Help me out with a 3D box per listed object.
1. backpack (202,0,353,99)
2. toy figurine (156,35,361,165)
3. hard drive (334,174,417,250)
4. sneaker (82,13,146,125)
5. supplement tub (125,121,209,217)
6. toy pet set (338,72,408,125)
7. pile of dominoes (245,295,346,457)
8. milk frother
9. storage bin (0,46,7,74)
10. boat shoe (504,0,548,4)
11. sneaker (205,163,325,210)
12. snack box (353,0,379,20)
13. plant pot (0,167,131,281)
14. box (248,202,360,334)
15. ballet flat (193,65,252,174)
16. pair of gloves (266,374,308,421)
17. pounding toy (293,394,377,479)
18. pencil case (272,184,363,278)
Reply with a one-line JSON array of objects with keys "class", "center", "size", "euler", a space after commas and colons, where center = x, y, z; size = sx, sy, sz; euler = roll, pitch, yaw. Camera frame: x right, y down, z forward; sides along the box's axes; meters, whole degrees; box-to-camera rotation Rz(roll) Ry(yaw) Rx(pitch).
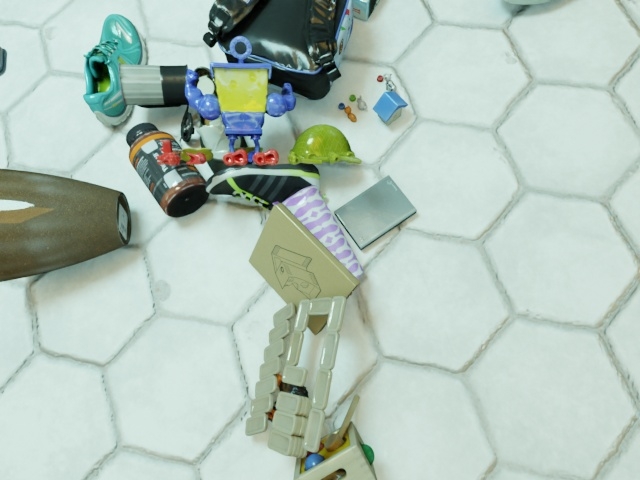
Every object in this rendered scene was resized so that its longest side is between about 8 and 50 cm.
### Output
[{"class": "backpack", "center": [-0.050, -0.438, 0.866], "size": [0.276, 0.213, 0.264], "euler": [21, 86, 4]}, {"class": "toy figurine", "center": [-0.108, -0.244, 0.742], "size": [0.362, 0.191, 0.217], "euler": [-3, 103, -7]}, {"class": "hard drive", "center": [0.108, -0.056, 0.840], "size": [0.135, 0.022, 0.094], "euler": [-34, 74, -4]}, {"class": "sneaker", "center": [-0.465, -0.396, 0.946], "size": [0.106, 0.110, 0.276], "euler": [-3, 74, 5]}, {"class": "supplement tub", "center": [-0.319, -0.149, 0.865], "size": [0.106, 0.106, 0.198], "euler": [-38, 75, -5]}, {"class": "toy pet set", "center": [0.115, -0.295, 0.883], "size": [0.122, 0.065, 0.114], "euler": [-38, 74, -5]}, {"class": "pile of dominoes", "center": [-0.036, 0.224, 0.720], "size": [0.196, 0.040, 0.251], "euler": [-12, 59, 49]}, {"class": "milk frother", "center": [-0.338, -0.286, 0.886], "size": [0.134, 0.129, 0.143], "euler": [-6, 66, -15]}, {"class": "storage bin", "center": [-0.846, -0.438, 1.005], "size": [0.135, 0.091, 0.098], "euler": [-10, 74, 4]}, {"class": "boat shoe", "center": [0.510, -0.590, 0.914], "size": [0.302, 0.091, 0.114], "euler": [-15, 118, 0]}, {"class": "sneaker", "center": [-0.105, -0.094, 0.829], "size": [0.234, 0.084, 0.097], "euler": [-6, 86, -8]}, {"class": "snack box", "center": [0.103, -0.687, 0.994], "size": [0.187, 0.060, 0.322], "euler": [28, 79, 12]}, {"class": "plant pot", "center": [-0.500, -0.035, 0.818], "size": [0.230, 0.215, 0.216], "euler": [-3, 74, -11]}, {"class": "box", "center": [-0.039, 0.056, 0.767], "size": [0.201, 0.164, 0.021], "euler": [45, 42, 15]}, {"class": "ballet flat", "center": [-0.220, -0.243, 0.886], "size": [0.095, 0.096, 0.281], "euler": [-21, 74, -1]}, {"class": "pair of gloves", "center": [-0.065, 0.292, 0.768], "size": [0.074, 0.010, 0.083], "euler": [23, 75, 13]}, {"class": "pounding toy", "center": [0.030, 0.347, 0.691], "size": [0.141, 0.130, 0.100], "euler": [-29, 86, -2]}, {"class": "pencil case", "center": [0.000, 0.000, 0.782], "size": [0.088, 0.086, 0.206], "euler": [-28, 90, 25]}]
